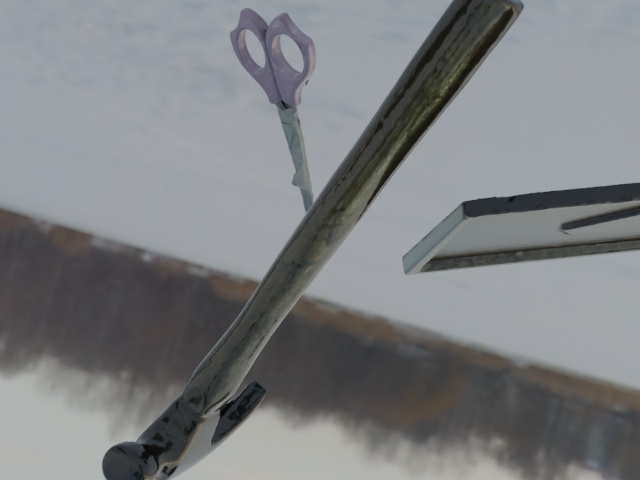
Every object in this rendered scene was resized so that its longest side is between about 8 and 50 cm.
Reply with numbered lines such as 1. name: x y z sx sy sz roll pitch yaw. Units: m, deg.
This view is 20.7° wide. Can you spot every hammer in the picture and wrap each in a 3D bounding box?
1. hammer: 0.000 0.000 1.232 0.044 0.440 0.168 40 -158 11

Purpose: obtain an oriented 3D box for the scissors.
1. scissors: -0.032 -0.116 1.644 0.021 0.212 0.110 -29 -151 -35

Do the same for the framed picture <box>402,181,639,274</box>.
1. framed picture: 0.206 -0.013 1.243 0.265 0.018 0.192 -5 169 -12
